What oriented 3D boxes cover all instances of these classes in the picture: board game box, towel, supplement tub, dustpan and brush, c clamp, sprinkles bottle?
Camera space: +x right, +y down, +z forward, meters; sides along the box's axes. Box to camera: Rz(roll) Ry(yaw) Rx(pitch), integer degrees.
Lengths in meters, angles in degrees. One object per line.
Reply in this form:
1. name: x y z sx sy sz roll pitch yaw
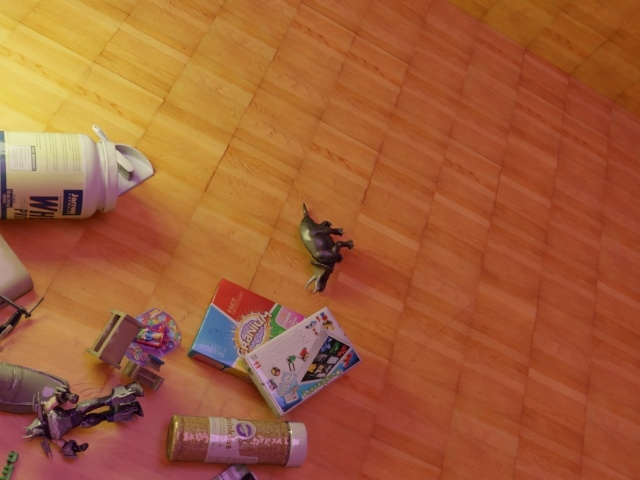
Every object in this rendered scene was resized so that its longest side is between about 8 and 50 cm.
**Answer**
1. board game box: -0.050 0.339 1.913 0.305 0.053 0.193 -27 78 -33
2. towel: -0.237 0.658 1.763 0.152 0.023 0.113 -28 81 -36
3. board game box: -0.190 0.282 1.950 0.316 0.064 0.242 26 57 -11
4. supplement tub: -0.728 -0.174 1.831 0.324 0.235 0.236 -2 66 -26
5. dustpan and brush: -0.615 -0.256 2.032 0.211 0.060 0.147 47 55 3
6. c clamp: -0.803 0.166 1.706 0.160 0.022 0.137 42 74 -41
7. sprinkles bottle: -0.216 0.526 1.772 0.355 0.121 0.121 9 61 -19
8. board game box: -0.464 0.257 1.854 0.168 0.033 0.133 -29 79 -34

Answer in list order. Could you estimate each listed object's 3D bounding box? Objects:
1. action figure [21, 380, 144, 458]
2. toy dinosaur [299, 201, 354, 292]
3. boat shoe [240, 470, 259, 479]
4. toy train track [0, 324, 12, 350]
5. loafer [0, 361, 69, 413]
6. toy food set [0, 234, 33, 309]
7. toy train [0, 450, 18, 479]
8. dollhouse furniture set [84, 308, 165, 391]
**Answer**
1. action figure: -0.578 0.424 1.647 0.284 0.185 0.099 -14 26 -31
2. toy dinosaur: 0.000 0.000 2.154 0.160 0.121 0.314 -7 71 -42
3. boat shoe: -0.158 0.665 1.758 0.042 0.049 0.133 -33 80 -31
4. toy train track: -0.808 0.246 1.703 0.083 0.014 0.048 -52 121 -20
5. loafer: -0.766 0.346 1.618 0.319 0.111 0.112 9 61 -21
6. toy food set: -0.914 0.058 1.725 0.219 0.092 0.306 -38 93 -35
7. toy train: -0.733 0.538 1.593 0.023 0.017 0.083 24 56 -25
8. dollhouse furniture set: -0.489 0.284 1.772 0.183 0.129 0.129 39 71 -29
